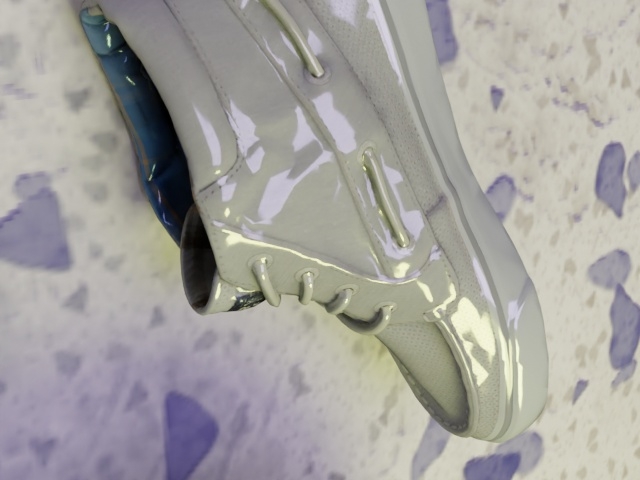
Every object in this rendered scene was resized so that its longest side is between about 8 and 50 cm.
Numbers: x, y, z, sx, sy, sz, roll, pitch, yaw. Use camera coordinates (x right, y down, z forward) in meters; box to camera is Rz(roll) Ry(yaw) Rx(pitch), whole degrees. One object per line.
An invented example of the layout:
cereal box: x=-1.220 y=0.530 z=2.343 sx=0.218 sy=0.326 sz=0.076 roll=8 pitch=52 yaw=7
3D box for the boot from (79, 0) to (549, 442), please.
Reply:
boot: x=0.000 y=0.000 z=0.381 sx=0.123 sy=0.095 sz=0.258 roll=-34 pitch=112 yaw=-25
